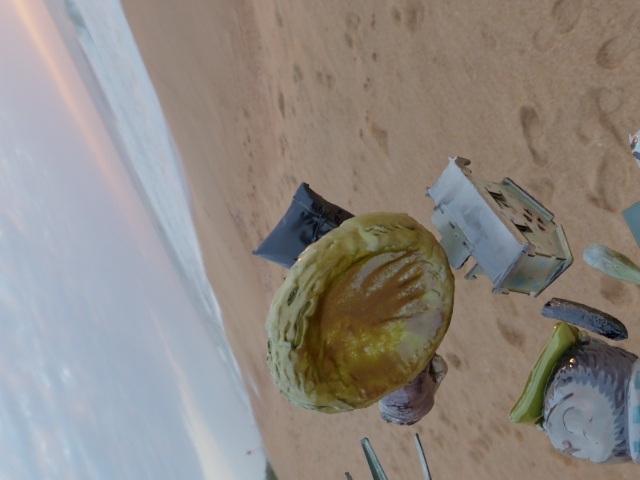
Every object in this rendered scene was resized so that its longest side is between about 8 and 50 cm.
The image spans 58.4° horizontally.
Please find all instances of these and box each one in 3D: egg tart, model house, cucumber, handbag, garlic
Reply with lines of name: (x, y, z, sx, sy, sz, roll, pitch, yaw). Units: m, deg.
egg tart: (0.058, 0.120, 1.001, 0.169, 0.387, 0.388, 40, 153, 52)
model house: (0.402, -0.017, 1.271, 0.169, 0.244, 0.326, -59, 41, 33)
cucumber: (0.658, 0.191, 1.426, 0.245, 0.067, 0.067, 15, 130, 63)
handbag: (0.000, 0.000, 1.333, 0.254, 0.211, 0.089, 27, -159, -25)
garlic: (0.216, 0.313, 1.342, 0.245, 0.160, 0.245, 3, -90, -80)

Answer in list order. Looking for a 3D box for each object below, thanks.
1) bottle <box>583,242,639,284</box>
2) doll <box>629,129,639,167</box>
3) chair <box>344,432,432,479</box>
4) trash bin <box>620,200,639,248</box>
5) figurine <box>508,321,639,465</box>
bottle: (0.966, 0.090, 1.829, 0.269, 0.083, 0.083, 44, 156, 56)
doll: (0.855, -0.246, 1.409, 0.180, 0.106, 0.111, -19, 82, 48)
chair: (0.155, 0.602, 1.287, 0.275, 0.190, 0.204, -112, 35, -58)
trash bin: (1.016, 0.018, 1.574, 0.158, 0.222, 0.344, 100, 145, -73)
figurine: (0.635, 0.352, 1.159, 0.377, 0.361, 0.267, 29, 108, 39)
